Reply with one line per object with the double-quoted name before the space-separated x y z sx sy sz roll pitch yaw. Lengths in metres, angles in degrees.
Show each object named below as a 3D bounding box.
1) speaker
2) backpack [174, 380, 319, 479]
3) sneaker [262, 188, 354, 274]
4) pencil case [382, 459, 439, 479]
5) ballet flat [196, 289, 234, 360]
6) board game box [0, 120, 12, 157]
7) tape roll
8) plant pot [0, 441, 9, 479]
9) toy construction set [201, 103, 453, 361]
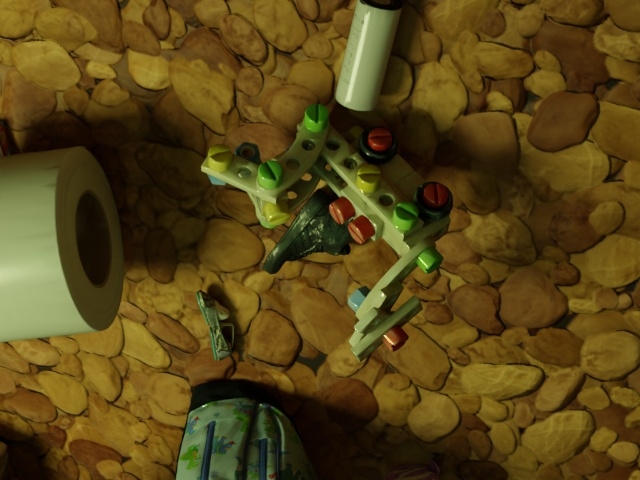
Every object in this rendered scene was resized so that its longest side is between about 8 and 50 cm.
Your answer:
"speaker" 0.056 -0.225 1.511 0.055 0.055 0.136 18 122 8
"backpack" -0.095 0.399 1.734 0.273 0.355 0.290 -7 115 20
"sneaker" 0.001 -0.001 1.656 0.089 0.051 0.170 36 116 0
"pencil case" 0.144 0.422 1.831 0.088 0.086 0.206 -17 119 -12
"ballet flat" -0.144 0.115 1.784 0.041 0.041 0.114 -4 117 20
"board game box" -0.486 -0.036 1.813 0.145 0.027 0.281 -1 118 17
"tape roll" -0.375 0.008 1.657 0.169 0.246 0.246 -6 116 10
"plant pot" -0.662 0.387 1.960 0.305 0.334 0.334 16 123 -3
"toy construction set" 0.029 -0.026 1.530 0.327 0.215 0.151 53 158 8
